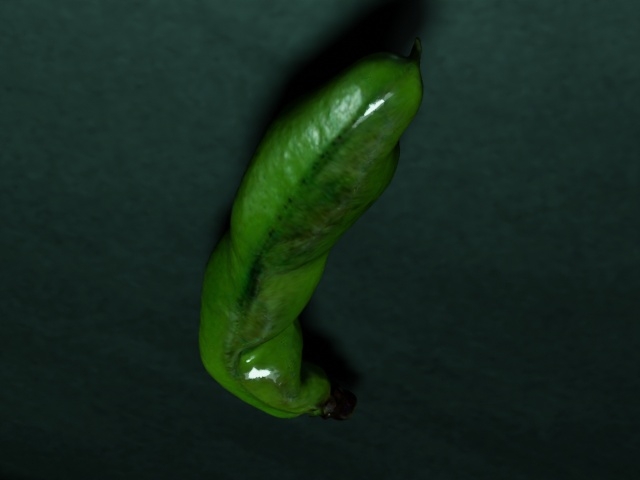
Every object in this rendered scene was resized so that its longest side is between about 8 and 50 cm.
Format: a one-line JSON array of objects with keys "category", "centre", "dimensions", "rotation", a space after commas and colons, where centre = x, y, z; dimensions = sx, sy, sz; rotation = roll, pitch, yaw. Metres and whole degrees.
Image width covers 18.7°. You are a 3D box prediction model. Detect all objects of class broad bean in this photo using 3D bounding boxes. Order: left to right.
[{"category": "broad bean", "centre": [-0.008, 0.002, 0.650], "dimensions": [0.061, 0.046, 0.195], "rotation": [-2, 141, -8]}]
